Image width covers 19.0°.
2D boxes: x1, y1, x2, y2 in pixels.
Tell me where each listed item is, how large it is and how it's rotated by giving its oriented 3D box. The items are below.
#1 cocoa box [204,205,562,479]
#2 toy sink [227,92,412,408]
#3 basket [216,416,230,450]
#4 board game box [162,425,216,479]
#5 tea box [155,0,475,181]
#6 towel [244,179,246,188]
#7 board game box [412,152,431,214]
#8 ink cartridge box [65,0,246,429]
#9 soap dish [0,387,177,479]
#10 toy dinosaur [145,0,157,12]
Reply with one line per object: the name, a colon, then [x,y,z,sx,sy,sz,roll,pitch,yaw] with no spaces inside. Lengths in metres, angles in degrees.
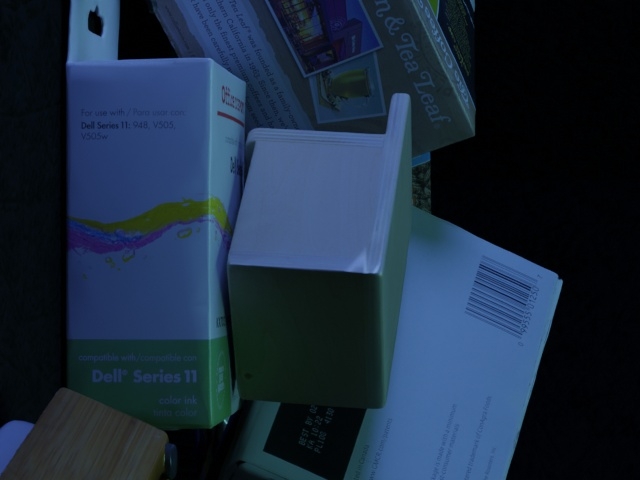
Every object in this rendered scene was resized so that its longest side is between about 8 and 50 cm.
cocoa box: [0.041,0.168,1.734,0.228,0.231,0.347,119,-6,-49]
toy sink: [0.000,0.000,1.567,0.234,0.131,0.153,-79,170,-47]
basket: [0.039,0.213,2.372,0.266,0.328,0.331,-88,176,-79]
board game box: [-0.134,0.110,1.802,0.194,0.060,0.194,-83,171,-56]
tea box: [-0.014,-0.267,1.749,0.323,0.220,0.329,-84,150,-58]
towel: [-0.080,-0.065,1.809,0.187,0.049,0.282,46,29,-11]
board game box: [-0.009,0.001,2.089,0.141,0.232,0.291,52,-25,44]
ink cartridge box: [-0.127,-0.034,1.529,0.207,0.119,0.353,-5,95,-85]
soap dish: [-0.158,0.243,1.154,0.291,0.118,0.229,-70,159,-74]
toy dinosaur: [-0.157,-0.314,1.454,0.118,0.064,0.268,-72,151,-68]
